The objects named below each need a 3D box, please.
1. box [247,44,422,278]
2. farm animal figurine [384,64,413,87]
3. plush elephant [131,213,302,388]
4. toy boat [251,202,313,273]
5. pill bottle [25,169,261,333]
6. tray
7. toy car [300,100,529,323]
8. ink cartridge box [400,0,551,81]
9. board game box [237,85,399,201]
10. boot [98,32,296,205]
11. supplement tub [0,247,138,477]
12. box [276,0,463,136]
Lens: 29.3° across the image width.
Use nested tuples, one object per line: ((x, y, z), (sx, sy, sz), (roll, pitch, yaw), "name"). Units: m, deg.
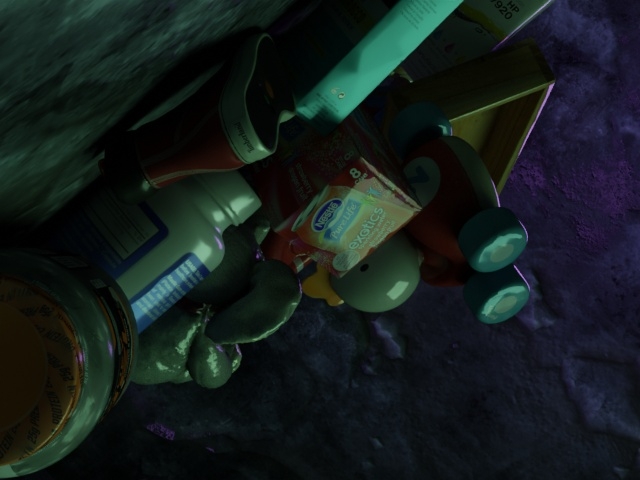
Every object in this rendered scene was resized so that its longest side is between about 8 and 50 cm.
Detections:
((-0.004, -0.101, 1.379), (0.128, 0.122, 0.257), (-39, -138, 15), "box")
((0.145, -0.325, 2.091), (0.327, 0.172, 0.330), (-57, -176, -37), "farm animal figurine")
((-0.161, 0.045, 1.520), (0.255, 0.272, 0.330), (-38, -179, 17), "plush elephant")
((0.000, 0.000, 1.689), (0.231, 0.151, 0.151), (-38, 154, -21), "toy boat")
((-0.201, 0.006, 1.336), (0.272, 0.152, 0.152), (-40, -178, -5), "pill bottle")
((0.175, -0.121, 1.692), (0.202, 0.076, 0.411), (-21, 161, -11), "tray")
((0.086, 0.002, 1.419), (0.238, 0.219, 0.210), (-25, 144, -7), "toy car")
((0.198, -0.333, 1.594), (0.232, 0.171, 0.168), (-39, -179, 36), "ink cartridge box")
((-0.035, -0.126, 1.938), (0.302, 0.086, 0.308), (-41, -153, -20), "board game box")
((-0.121, -0.115, 1.170), (0.176, 0.088, 0.244), (-21, -161, 17), "boot")
((-0.271, 0.102, 1.094), (0.193, 0.193, 0.316), (-41, -178, -2), "supplement tub")
((0.055, -0.229, 1.270), (0.244, 0.060, 0.100), (-45, -138, 11), "box")
